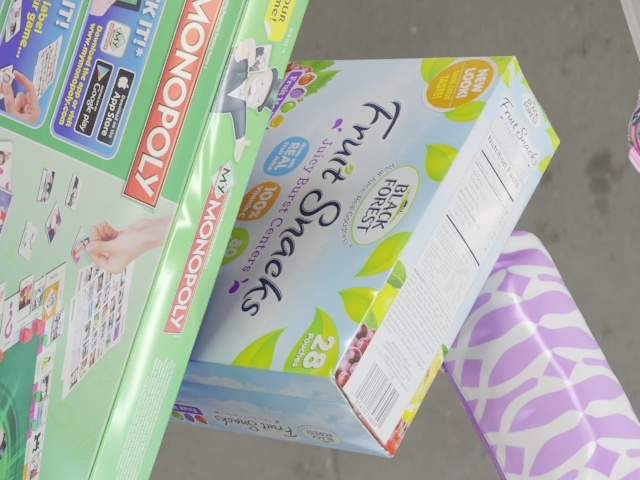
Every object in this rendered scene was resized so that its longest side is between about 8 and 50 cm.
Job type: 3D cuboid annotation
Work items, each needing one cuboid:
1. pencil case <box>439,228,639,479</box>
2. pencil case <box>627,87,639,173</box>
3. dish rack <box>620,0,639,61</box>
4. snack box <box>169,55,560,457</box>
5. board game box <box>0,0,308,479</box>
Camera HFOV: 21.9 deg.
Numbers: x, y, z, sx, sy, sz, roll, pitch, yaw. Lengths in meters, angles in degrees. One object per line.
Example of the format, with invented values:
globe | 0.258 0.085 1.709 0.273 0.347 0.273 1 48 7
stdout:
pencil case | 0.112 0.091 0.840 0.088 0.206 0.086 -22 149 -8
pencil case | 0.409 -0.188 1.855 0.124 0.284 0.124 10 134 10
dish rack | 0.322 -0.236 0.968 0.333 0.072 0.285 -19 95 -12
snack box | 0.000 0.000 0.842 0.175 0.207 0.070 4 143 40
board game box | -0.140 -0.021 0.801 0.214 0.046 0.317 23 98 32
